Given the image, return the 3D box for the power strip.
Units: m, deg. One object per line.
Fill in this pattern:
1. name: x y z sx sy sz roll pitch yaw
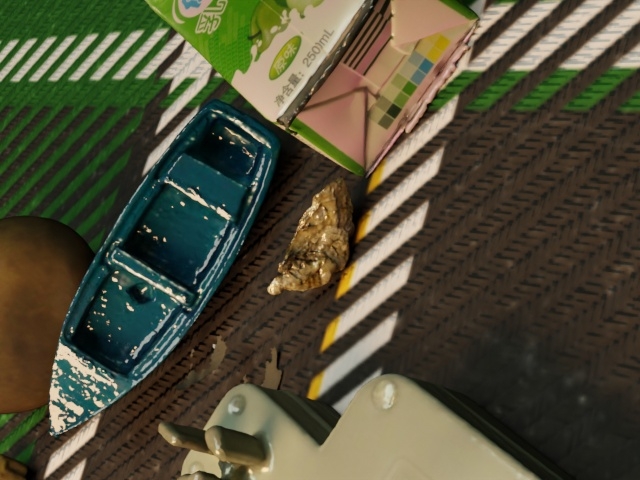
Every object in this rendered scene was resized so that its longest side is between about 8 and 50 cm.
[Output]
1. power strip: 0.008 0.185 0.691 0.261 0.141 0.229 36 97 43

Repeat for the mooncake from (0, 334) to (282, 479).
1. mooncake: -0.181 0.160 0.940 0.347 0.057 0.150 -10 64 43

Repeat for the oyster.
1. oyster: 0.000 0.000 0.831 0.038 0.080 0.083 36 133 24

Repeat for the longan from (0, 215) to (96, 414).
1. longan: -0.270 0.065 0.985 0.187 0.167 0.167 -58 43 13

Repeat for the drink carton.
1. drink carton: -0.015 -0.189 0.898 0.161 0.108 0.271 -54 45 10

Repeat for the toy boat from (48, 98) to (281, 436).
1. toy boat: -0.135 0.027 0.917 0.299 0.096 0.062 -58 8 -1
